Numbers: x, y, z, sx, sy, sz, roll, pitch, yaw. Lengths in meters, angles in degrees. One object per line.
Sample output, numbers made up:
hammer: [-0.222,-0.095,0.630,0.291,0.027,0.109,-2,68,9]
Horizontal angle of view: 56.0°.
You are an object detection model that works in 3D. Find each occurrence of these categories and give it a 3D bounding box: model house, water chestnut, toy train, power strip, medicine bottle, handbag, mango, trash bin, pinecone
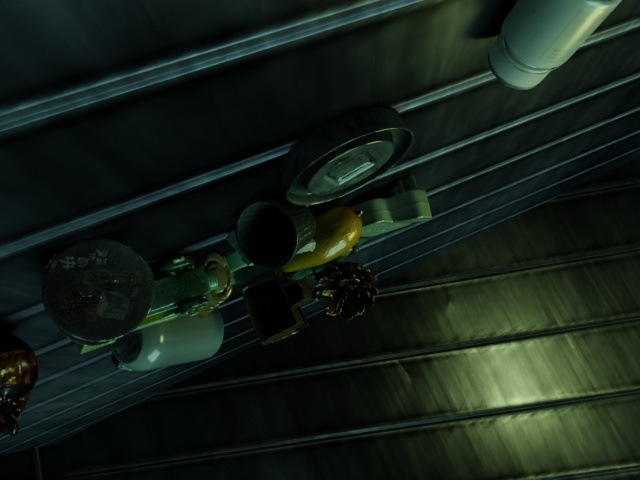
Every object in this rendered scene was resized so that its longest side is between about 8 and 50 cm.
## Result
model house: [-0.105,0.194,1.939,0.204,0.211,0.243,-26,170,11]
water chestnut: [-0.786,0.348,1.389,0.300,0.300,0.300,-24,166,-7]
toy train: [-0.464,0.166,1.550,0.397,0.160,0.253,-18,170,-29]
power strip: [0.198,-0.101,1.850,0.261,0.141,0.229,-18,171,32]
medicine bottle: [0.414,-0.395,1.084,0.143,0.143,0.258,-21,164,-20]
handbag: [-0.001,0.063,2.074,0.269,0.100,0.274,-9,159,-46]
mango: [0.000,0.000,1.744,0.317,0.119,0.176,-33,-153,30]
trash bin: [-0.098,-0.030,1.494,0.175,0.175,0.161,-34,176,28]
pinecone: [0.085,0.167,2.024,0.229,0.201,0.202,13,119,-27]

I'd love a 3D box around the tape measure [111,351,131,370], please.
tape measure: [-0.629,0.373,2.085,0.200,0.106,0.175,-13,147,-48]

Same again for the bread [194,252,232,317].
bread: [-0.317,0.130,1.706,0.081,0.134,0.225,-15,165,-43]

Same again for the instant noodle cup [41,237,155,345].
instant noodle cup: [-0.478,0.125,1.288,0.217,0.217,0.207,-18,170,-27]

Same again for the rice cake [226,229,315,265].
rice cake: [-0.128,-0.001,1.605,0.237,0.127,0.043,-11,139,-42]

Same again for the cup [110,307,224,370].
cup: [-0.467,0.282,1.835,0.205,0.205,0.312,-33,163,26]

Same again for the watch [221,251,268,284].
watch: [-0.219,0.069,1.803,0.195,0.068,0.237,-25,170,7]

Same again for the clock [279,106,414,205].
clock: [0.057,-0.186,1.366,0.319,0.066,0.319,-24,166,-6]
